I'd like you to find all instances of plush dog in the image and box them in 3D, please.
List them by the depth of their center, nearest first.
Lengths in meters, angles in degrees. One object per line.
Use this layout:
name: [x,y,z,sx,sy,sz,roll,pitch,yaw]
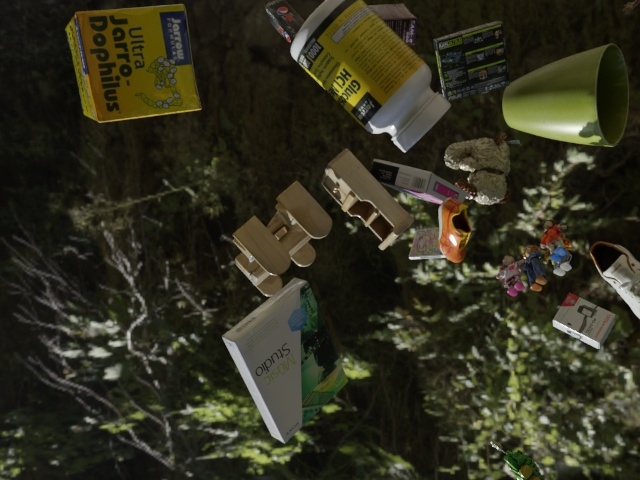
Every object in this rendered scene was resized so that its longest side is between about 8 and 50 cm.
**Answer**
plush dog: [0.577,-0.232,2.120,0.262,0.226,0.210,7,168,-19]

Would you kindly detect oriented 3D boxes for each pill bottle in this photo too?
pill bottle: [0.112,-0.354,1.322,0.188,0.334,0.188,-46,-179,1]

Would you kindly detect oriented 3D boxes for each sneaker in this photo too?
sneaker: [0.295,-0.012,1.343,0.064,0.175,0.067,-34,-137,-17]
sneaker: [0.739,0.110,1.452,0.123,0.106,0.290,18,-153,-37]

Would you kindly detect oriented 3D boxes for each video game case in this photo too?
video game case: [0.280,0.005,1.513,0.122,0.087,0.011,-5,142,39]

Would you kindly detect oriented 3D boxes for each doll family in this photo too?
doll family: [0.634,0.054,1.777,0.118,0.163,0.263,28,128,-17]

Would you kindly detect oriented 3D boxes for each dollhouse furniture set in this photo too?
dollhouse furniture set: [0.000,0.000,1.593,0.394,0.256,0.362,-42,174,-14]

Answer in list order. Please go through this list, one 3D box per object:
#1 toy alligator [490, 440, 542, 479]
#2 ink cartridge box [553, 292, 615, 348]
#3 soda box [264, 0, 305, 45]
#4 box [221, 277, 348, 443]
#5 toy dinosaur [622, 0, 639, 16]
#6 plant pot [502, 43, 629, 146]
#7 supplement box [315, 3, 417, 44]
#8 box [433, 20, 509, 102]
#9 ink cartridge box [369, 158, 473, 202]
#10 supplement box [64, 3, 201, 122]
toy alligator: [0.464,0.514,1.430,0.051,0.190,0.056,-42,-165,-15]
ink cartridge box: [0.815,0.247,1.907,0.150,0.109,0.063,28,166,32]
soda box: [-0.076,-0.548,1.577,0.053,0.169,0.060,-31,149,-7]
box: [-0.072,0.283,1.452,0.232,0.322,0.058,-38,-147,-30]
toy dinosaur: [0.903,-0.688,1.582,0.200,0.296,0.127,-32,-134,-26]
plant pot: [0.691,-0.401,1.780,0.293,0.275,0.274,3,-174,43]
supplement box: [0.114,-0.550,1.586,0.239,0.073,0.130,-6,-143,-6]
box: [0.429,-0.503,1.748,0.190,0.184,0.045,-16,-153,5]
ink cartridge box: [0.297,-0.153,1.768,0.175,0.069,0.371,19,-174,31]
supplement box: [-0.392,-0.356,1.258,0.195,0.194,0.356,-14,-162,-22]
